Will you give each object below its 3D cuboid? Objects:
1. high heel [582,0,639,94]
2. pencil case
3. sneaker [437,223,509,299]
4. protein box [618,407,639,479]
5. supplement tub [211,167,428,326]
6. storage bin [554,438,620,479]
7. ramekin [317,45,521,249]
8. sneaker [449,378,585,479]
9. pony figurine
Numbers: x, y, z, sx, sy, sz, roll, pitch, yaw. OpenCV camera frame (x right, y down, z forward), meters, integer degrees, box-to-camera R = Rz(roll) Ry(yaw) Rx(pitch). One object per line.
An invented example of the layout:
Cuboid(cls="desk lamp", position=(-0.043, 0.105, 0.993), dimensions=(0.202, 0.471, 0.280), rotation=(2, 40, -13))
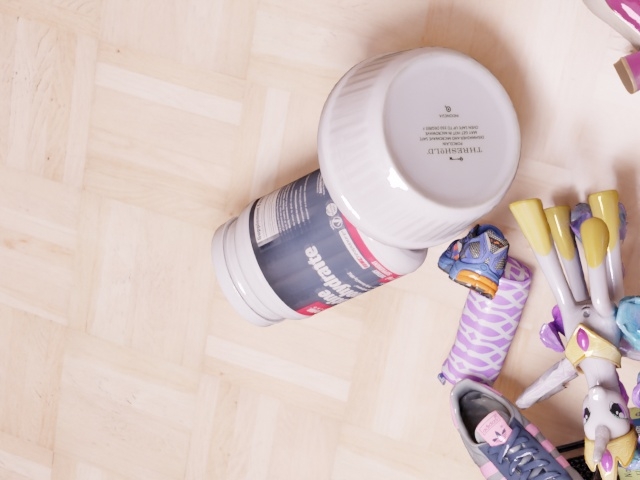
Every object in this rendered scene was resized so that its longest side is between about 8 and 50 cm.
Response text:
Cuboid(cls="high heel", position=(0.408, -0.316, 1.685), dimensions=(0.117, 0.082, 0.244), rotation=(-23, 84, -5))
Cuboid(cls="pencil case", position=(0.239, 0.120, 1.889), dimensions=(0.086, 0.088, 0.206), rotation=(8, 116, -21))
Cuboid(cls="sneaker", position=(0.214, 0.021, 1.740), dimensions=(0.083, 0.221, 0.087), rotation=(27, 94, -6))
Cuboid(cls="protein box", position=(0.535, 0.334, 1.813), dimensions=(0.201, 0.136, 0.199), rotation=(-13, 104, 24))
Cuboid(cls="supplement tub", position=(0.000, 0.000, 1.875), dimensions=(0.272, 0.191, 0.191), rotation=(-25, 98, 27))
Cuboid(cls="storage bin", position=(0.359, 0.364, 1.868), dimensions=(0.122, 0.180, 0.084), rotation=(-21, 99, 26))
Cuboid(cls="ramekin", position=(0.141, -0.131, 1.720), dimensions=(0.273, 0.273, 0.127), rotation=(58, 153, -5))
Cuboid(cls="sneaker", position=(0.266, 0.302, 1.767), dimensions=(0.112, 0.319, 0.131), rotation=(-42, 124, -3))
Cuboid(cls="pony figurine", position=(0.368, 0.124, 1.724), dimensions=(0.303, 0.351, 0.363), rotation=(-14, 84, 21))
